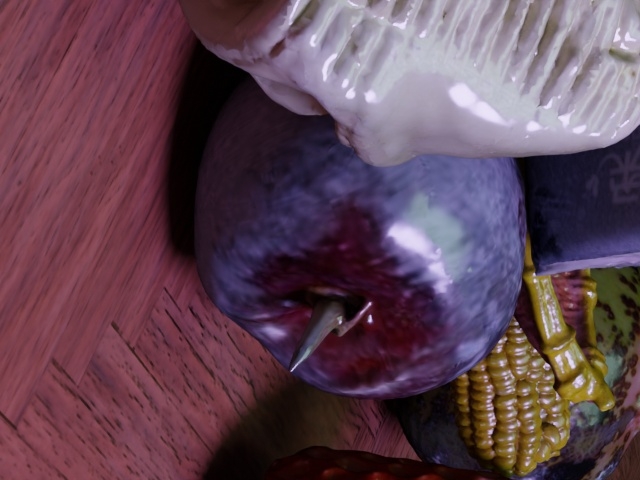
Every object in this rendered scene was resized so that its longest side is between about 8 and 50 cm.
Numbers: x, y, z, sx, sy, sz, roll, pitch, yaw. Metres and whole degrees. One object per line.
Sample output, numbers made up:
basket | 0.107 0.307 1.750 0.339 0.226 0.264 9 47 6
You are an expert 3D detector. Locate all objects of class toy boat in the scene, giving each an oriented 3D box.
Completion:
toy boat | 0.180 -0.034 1.468 0.141 0.099 0.318 7 86 -59

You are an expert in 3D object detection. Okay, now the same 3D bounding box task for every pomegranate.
pomegranate | 0.245 0.129 1.833 0.285 0.341 0.285 14 90 -75

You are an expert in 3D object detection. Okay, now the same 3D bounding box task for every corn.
corn | 0.136 0.040 1.564 0.102 0.102 0.313 -33 115 -59

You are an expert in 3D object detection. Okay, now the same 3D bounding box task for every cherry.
cherry | 0.029 -0.020 1.354 0.255 0.218 0.296 52 31 -32

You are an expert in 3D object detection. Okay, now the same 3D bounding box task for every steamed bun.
steamed bun | 0.048 -0.233 1.177 0.346 0.237 0.394 -42 120 -15

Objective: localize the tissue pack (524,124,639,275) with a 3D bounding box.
tissue pack | 0.246 -0.181 1.297 0.124 0.288 0.394 1 85 -30

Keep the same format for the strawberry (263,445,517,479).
strawberry | 0.039 0.233 1.543 0.253 0.280 0.150 26 43 -53
